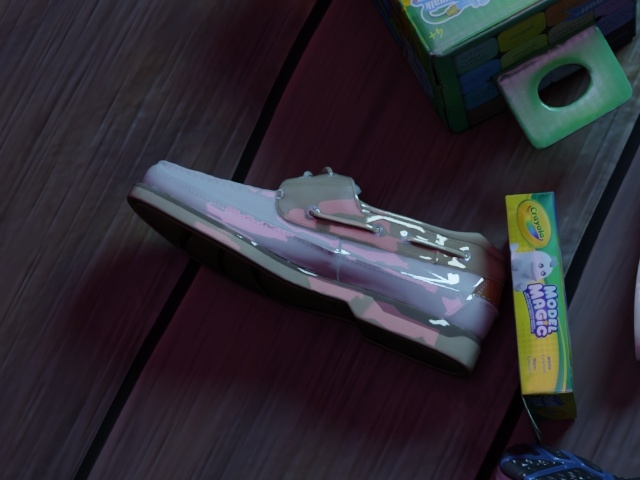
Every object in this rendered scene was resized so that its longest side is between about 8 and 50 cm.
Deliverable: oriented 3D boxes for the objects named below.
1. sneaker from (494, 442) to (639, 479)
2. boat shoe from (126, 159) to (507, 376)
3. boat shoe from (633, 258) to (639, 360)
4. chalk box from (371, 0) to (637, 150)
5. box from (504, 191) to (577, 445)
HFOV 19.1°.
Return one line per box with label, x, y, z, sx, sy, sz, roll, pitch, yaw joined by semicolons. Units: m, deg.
sneaker;0.224;0.221;1.411;0.211;0.080;0.081;21;114;6
boat shoe;0.000;0.000;1.489;0.302;0.113;0.103;25;77;4
boat shoe;0.284;-0.002;1.460;0.065;0.075;0.206;11;71;15
chalk box;0.135;-0.214;1.490;0.180;0.179;0.289;-29;71;0
box;0.168;0.063;1.441;0.043;0.105;0.179;-4;74;8
